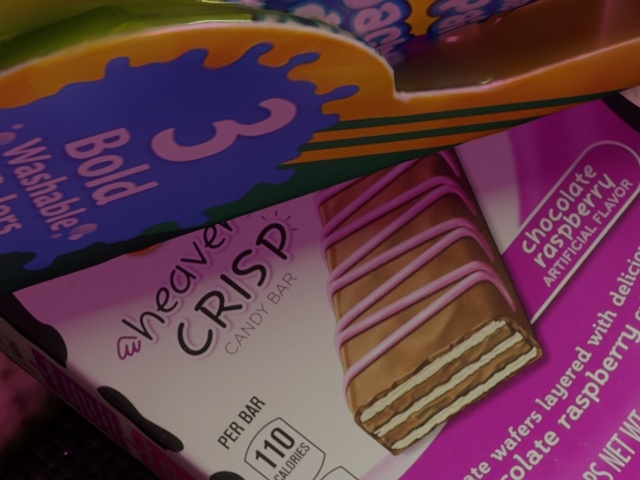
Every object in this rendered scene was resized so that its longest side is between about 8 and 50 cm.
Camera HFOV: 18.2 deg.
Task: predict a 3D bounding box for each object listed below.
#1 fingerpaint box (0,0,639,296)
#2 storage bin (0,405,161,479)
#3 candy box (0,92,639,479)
[{"bbox_3d":[0.010,-0.173,0.320,0.371,0.163,0.445,-18,156,-2],"label":"fingerpaint box"},{"bbox_3d":[-0.030,0.141,0.660,0.084,0.122,0.180,-45,129,-18],"label":"storage bin"},{"bbox_3d":[0.000,0.000,0.568,0.159,0.233,0.071,-50,168,-15],"label":"candy box"}]
